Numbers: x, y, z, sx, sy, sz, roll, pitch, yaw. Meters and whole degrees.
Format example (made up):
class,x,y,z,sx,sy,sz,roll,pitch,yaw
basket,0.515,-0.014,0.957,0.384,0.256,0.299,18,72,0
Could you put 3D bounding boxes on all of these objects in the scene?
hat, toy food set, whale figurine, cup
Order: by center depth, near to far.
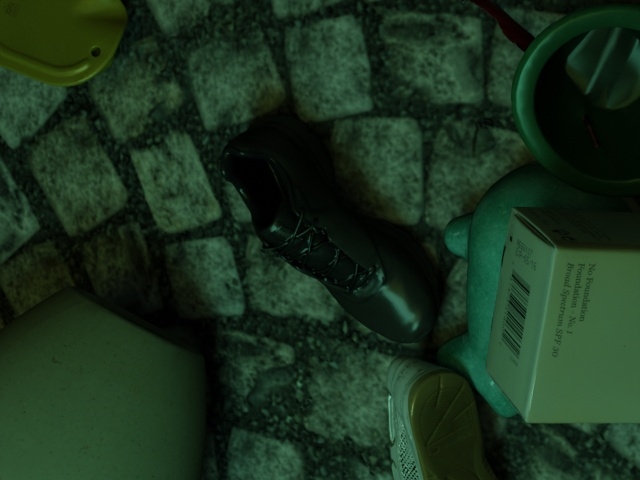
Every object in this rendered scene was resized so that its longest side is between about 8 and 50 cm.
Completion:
class,x,y,z,sx,sy,sz,roll,pitch,yaw
hat,0.256,-0.165,1.273,0.173,0.183,0.208,-37,107,24
whale figurine,0.193,0.055,1.327,0.216,0.141,0.272,39,122,16
cup,-0.255,0.189,1.514,0.331,0.331,0.237,26,87,18
toy food set,-0.304,-0.239,1.546,0.217,0.071,0.128,23,88,17

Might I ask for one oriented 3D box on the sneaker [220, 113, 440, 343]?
class,x,y,z,sx,sy,sz,roll,pitch,yaw
sneaker,0.000,0.000,1.417,0.286,0.130,0.109,45,116,8

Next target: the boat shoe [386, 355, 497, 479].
class,x,y,z,sx,sy,sz,roll,pitch,yaw
boat shoe,0.122,0.240,1.447,0.096,0.098,0.277,35,139,57

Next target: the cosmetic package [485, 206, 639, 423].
class,x,y,z,sx,sy,sz,roll,pitch,yaw
cosmetic package,0.311,0.065,1.198,0.309,0.113,0.160,2,108,-13
